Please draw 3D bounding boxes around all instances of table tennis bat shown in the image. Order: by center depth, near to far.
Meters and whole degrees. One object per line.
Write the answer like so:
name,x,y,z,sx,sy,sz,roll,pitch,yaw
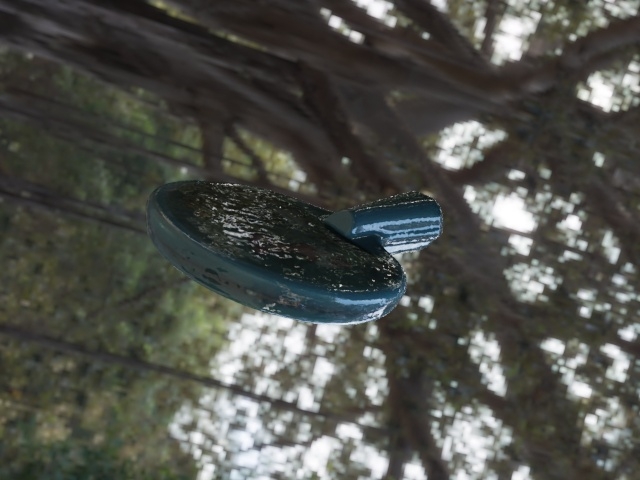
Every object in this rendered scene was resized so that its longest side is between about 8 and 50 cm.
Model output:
table tennis bat,0.000,0.000,0.630,0.124,0.201,0.033,32,-67,28
